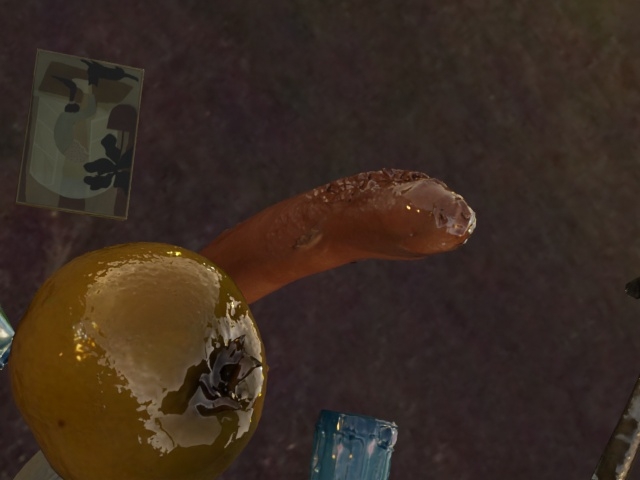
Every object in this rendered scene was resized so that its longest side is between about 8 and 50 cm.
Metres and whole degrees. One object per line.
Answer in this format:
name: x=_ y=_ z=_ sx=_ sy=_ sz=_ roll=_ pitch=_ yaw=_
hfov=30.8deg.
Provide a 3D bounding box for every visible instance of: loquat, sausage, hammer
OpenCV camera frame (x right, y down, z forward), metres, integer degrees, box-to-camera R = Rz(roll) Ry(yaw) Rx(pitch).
loquat: x=-0.141 y=0.104 z=0.922 sx=0.208 sy=0.208 sz=0.208 roll=33 pitch=38 yaw=-31
sausage: x=-0.001 y=-0.002 z=1.029 sx=0.079 sy=0.327 sz=0.087 roll=-4 pitch=80 yaw=-47
hammer: x=0.245 y=0.161 z=0.940 sx=0.125 sy=0.297 sz=0.027 roll=8 pitch=20 yaw=-29

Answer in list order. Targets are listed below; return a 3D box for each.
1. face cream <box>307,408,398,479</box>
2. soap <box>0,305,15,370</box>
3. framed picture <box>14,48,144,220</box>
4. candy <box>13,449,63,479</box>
face cream: x=-0.002 y=0.294 z=0.854 sx=0.163 sy=0.080 sz=0.336 roll=36 pitch=64 yaw=-70
soap: x=-0.391 y=0.004 z=1.114 sx=0.156 sy=0.077 sz=0.293 roll=46 pitch=-15 yaw=43
framed picture: x=-0.297 y=-0.132 z=1.444 sx=0.136 sy=0.010 sz=0.200 roll=9 pitch=75 yaw=-18
candy: x=-0.272 y=0.375 z=1.454 sx=0.185 sy=0.296 sz=0.295 roll=88 pitch=-20 yaw=-71
